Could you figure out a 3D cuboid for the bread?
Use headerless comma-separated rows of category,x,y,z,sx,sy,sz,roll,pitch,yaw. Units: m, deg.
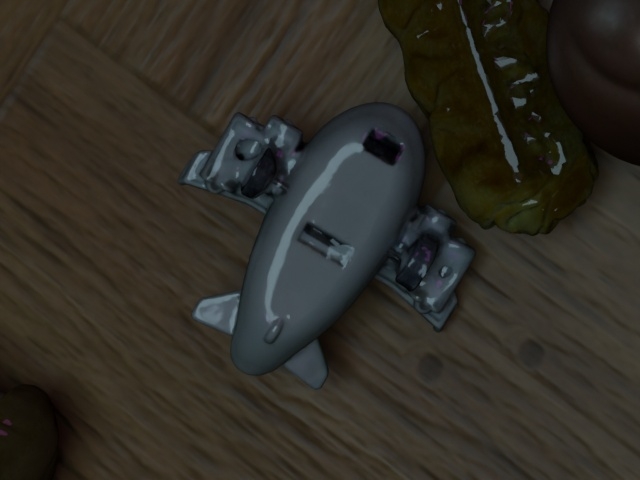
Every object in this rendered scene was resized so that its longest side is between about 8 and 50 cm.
bread,0.061,-0.177,1.016,0.084,0.077,0.368,-19,88,-14

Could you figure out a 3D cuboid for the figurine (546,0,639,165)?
figurine,0.289,-0.017,0.862,0.248,0.276,0.388,-14,75,-22

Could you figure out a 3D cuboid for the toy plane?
toy plane,0.000,0.000,1.041,0.174,0.080,0.174,0,101,0

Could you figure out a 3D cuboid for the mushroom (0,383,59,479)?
mushroom,-0.309,0.054,1.112,0.350,0.128,0.128,35,101,8
